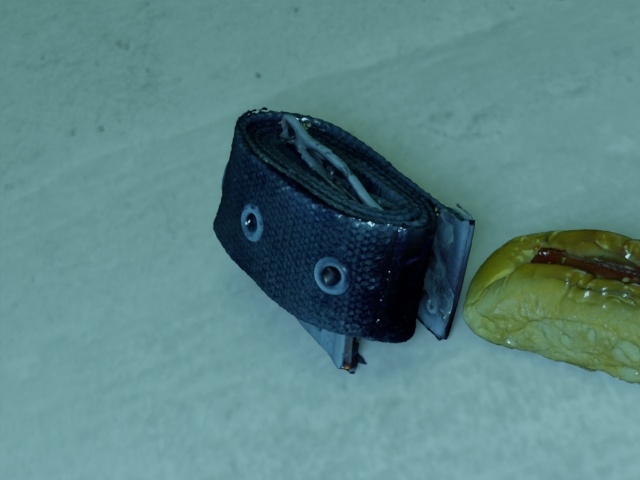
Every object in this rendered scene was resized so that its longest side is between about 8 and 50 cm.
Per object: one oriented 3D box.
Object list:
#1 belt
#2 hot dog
[{"bbox_3d":[0.000,-0.001,1.239,0.122,0.128,0.218,-3,28,-30],"label":"belt"},{"bbox_3d":[0.201,0.041,1.140,0.242,0.073,0.084,16,45,35],"label":"hot dog"}]
